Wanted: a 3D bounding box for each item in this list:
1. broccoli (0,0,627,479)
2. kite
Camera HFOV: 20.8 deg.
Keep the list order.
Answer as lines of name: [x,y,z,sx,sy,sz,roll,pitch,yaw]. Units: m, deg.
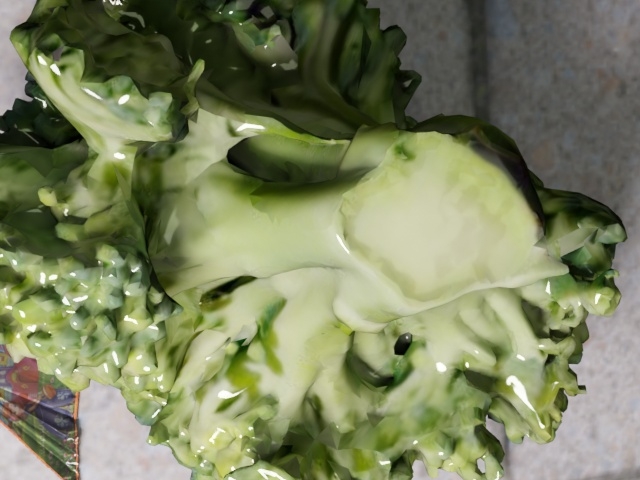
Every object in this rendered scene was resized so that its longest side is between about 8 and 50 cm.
broccoli: [-0.021,-0.004,0.892,0.338,0.317,0.277,38,79,12]
kite: [-0.153,0.049,0.979,0.159,0.010,0.190,1,96,-21]
